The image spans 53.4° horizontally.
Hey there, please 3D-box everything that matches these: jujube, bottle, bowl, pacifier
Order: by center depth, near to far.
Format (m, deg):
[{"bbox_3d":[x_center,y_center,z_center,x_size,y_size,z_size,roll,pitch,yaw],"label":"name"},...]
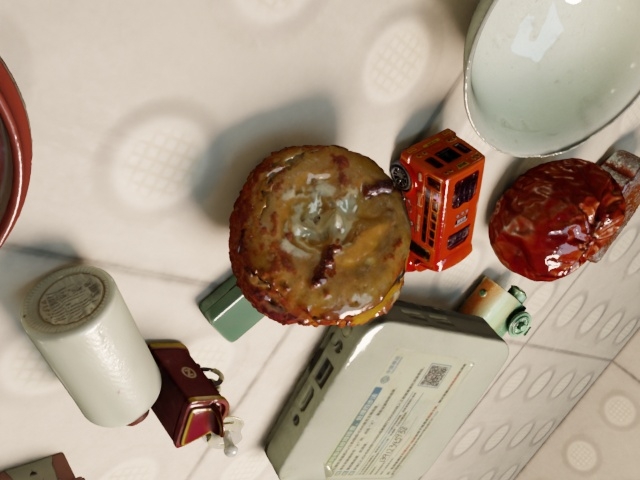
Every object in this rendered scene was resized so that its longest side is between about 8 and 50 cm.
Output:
[{"bbox_3d":[-0.253,0.144,0.747,0.104,0.104,0.245,-30,140,-22],"label":"bottle"},{"bbox_3d":[0.301,-0.278,0.851,0.314,0.146,0.313,-11,130,-14],"label":"bowl"},{"bbox_3d":[-0.157,0.328,1.048,0.068,0.064,0.083,-3,127,-22],"label":"pacifier"},{"bbox_3d":[0.433,-0.042,1.189,0.232,0.213,0.212,-35,142,-23],"label":"jujube"}]

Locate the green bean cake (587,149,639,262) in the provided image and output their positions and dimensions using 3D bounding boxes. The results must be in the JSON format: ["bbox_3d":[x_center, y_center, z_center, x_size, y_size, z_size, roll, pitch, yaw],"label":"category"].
[{"bbox_3d":[0.643,-0.079,1.438,0.232,0.097,0.199,-53,142,8],"label":"green bean cake"}]

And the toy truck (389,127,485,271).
[{"bbox_3d":[0.181,-0.040,0.999,0.108,0.114,0.252,-30,139,-24],"label":"toy truck"}]

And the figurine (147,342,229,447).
[{"bbox_3d":[-0.167,0.205,0.848,0.098,0.154,0.082,-6,127,-46],"label":"figurine"}]

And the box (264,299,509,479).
[{"bbox_3d":[0.129,0.302,1.225,0.397,0.111,0.395,15,112,-36],"label":"box"}]

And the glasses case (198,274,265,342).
[{"bbox_3d":[-0.079,0.060,0.896,0.184,0.039,0.077,-41,143,-9],"label":"glasses case"}]

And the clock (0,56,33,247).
[{"bbox_3d":[-0.377,-0.058,0.460,0.319,0.080,0.318,-22,134,-25],"label":"clock"}]

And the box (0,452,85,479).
[{"bbox_3d":[-0.429,0.403,0.828,0.215,0.086,0.215,-8,129,-40],"label":"box"}]

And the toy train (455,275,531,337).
[{"bbox_3d":[0.334,0.205,1.394,0.177,0.116,0.285,33,99,-41],"label":"toy train"}]

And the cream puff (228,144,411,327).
[{"bbox_3d":[0.000,-0.001,0.791,0.240,0.240,0.164,-30,171,-22],"label":"cream puff"}]
